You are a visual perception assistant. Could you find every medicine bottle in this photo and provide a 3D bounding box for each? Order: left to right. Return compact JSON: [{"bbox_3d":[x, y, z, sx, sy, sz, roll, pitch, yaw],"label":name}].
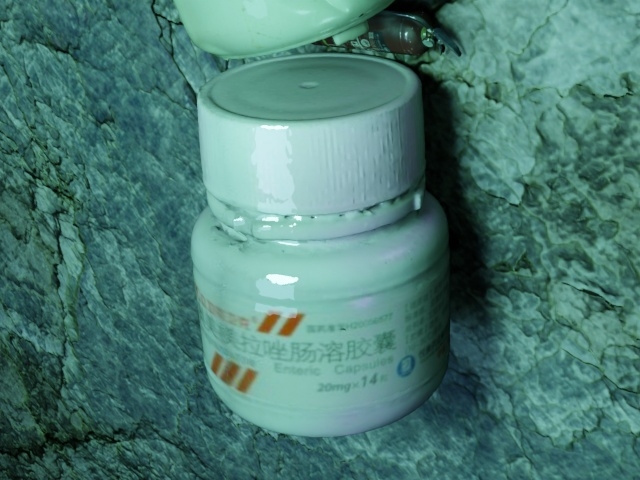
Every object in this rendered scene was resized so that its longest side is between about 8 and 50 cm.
[{"bbox_3d":[0.000,0.000,1.133,0.256,0.256,0.325,19,124,36],"label":"medicine bottle"}]

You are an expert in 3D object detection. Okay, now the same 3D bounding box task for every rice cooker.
[{"bbox_3d":[-0.042,-0.288,0.975,0.226,0.226,0.244,2,123,46],"label":"rice cooker"}]

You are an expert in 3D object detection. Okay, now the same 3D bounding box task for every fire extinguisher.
[{"bbox_3d":[0.054,-0.198,1.083,0.158,0.043,0.064,13,159,40],"label":"fire extinguisher"}]
